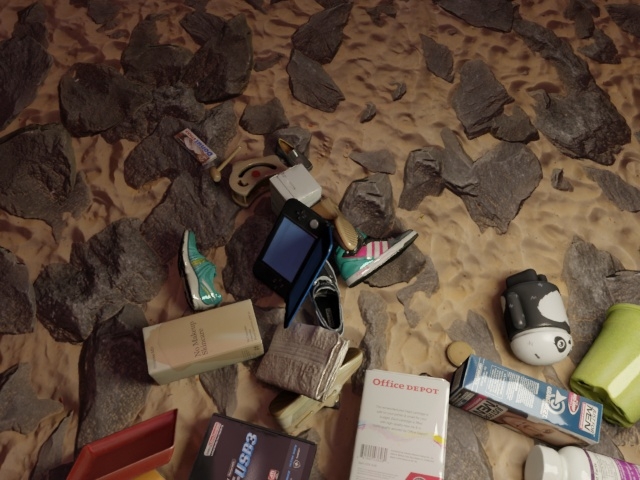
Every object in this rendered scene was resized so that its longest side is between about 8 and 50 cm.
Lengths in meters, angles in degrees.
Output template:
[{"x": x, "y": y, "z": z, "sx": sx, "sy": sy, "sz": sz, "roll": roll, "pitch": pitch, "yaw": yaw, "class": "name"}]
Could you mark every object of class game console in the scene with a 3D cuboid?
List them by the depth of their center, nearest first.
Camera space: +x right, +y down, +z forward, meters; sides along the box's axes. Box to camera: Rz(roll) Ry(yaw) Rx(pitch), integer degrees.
[{"x": -0.093, "y": 0.058, "z": 1.437, "sx": 0.250, "sy": 0.293, "sz": 0.173, "roll": 36, "pitch": 20, "yaw": 18, "class": "game console"}]

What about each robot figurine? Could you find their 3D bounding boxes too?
[{"x": 0.634, "y": 0.226, "z": 1.450, "sx": 0.209, "sy": 0.173, "sz": 0.278, "roll": 0, "pitch": 59, "yaw": 1, "class": "robot figurine"}]

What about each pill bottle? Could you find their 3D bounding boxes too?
[{"x": 0.681, "y": 0.616, "z": 1.224, "sx": 0.301, "sy": 0.169, "sz": 0.169, "roll": 14, "pitch": 60, "yaw": 7, "class": "pill bottle"}]

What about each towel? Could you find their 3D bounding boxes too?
[{"x": -0.057, "y": 0.322, "z": 1.346, "sx": 0.282, "sy": 0.049, "sz": 0.187, "roll": 0, "pitch": 56, "yaw": 45, "class": "towel"}]

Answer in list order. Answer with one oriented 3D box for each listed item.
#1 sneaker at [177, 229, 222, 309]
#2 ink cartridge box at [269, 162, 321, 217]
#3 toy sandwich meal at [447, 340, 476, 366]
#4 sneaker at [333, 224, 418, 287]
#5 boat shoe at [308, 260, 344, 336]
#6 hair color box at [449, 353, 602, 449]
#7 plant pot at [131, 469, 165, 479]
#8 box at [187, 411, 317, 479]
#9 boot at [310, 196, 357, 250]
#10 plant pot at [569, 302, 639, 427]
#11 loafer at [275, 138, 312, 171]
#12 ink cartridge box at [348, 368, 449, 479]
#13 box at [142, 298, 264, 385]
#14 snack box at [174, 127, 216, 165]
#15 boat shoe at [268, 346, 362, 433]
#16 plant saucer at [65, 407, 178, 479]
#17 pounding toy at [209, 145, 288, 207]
[{"x": -0.385, "y": 0.092, "z": 1.552, "sx": 0.110, "sy": 0.107, "sz": 0.275, "roll": -7, "pitch": 63, "yaw": -29, "class": "sneaker"}, {"x": -0.082, "y": -0.138, "z": 1.637, "sx": 0.127, "sy": 0.176, "sz": 0.128, "roll": -30, "pitch": 65, "yaw": -18, "class": "ink cartridge box"}, {"x": 0.418, "y": 0.339, "z": 1.461, "sx": 0.085, "sy": 0.029, "sz": 0.085, "roll": -1, "pitch": 60, "yaw": 2, "class": "toy sandwich meal"}, {"x": 0.160, "y": 0.006, "z": 1.599, "sx": 0.295, "sy": 0.124, "sz": 0.178, "roll": -32, "pitch": 75, "yaw": -18, "class": "sneaker"}, {"x": 0.008, "y": 0.154, "z": 1.510, "sx": 0.108, "sy": 0.102, "sz": 0.301, "roll": -9, "pitch": 60, "yaw": -7, "class": "boat shoe"}, {"x": 0.535, "y": 0.439, "z": 1.320, "sx": 0.347, "sy": 0.174, "sz": 0.105, "roll": 20, "pitch": 61, "yaw": 10, "class": "hair color box"}, {"x": -0.456, "y": 0.642, "z": 1.162, "sx": 0.205, "sy": 0.205, "sz": 0.188, "roll": 33, "pitch": 48, "yaw": 16, "class": "plant pot"}, {"x": -0.186, "y": 0.625, "z": 1.245, "sx": 0.293, "sy": 0.073, "sz": 0.295, "roll": 15, "pitch": 59, "yaw": 6, "class": "box"}, {"x": 0.000, "y": 0.000, "z": 1.546, "sx": 0.207, "sy": 0.090, "sz": 0.248, "roll": -46, "pitch": 41, "yaw": 17, "class": "boot"}, {"x": 0.841, "y": 0.357, "z": 1.351, "sx": 0.254, "sy": 0.276, "sz": 0.276, "roll": -40, "pitch": 68, "yaw": -10, "class": "plant pot"}, {"x": -0.100, "y": -0.311, "z": 1.805, "sx": 0.170, "sy": 0.061, "sz": 0.062, "roll": 33, "pitch": 63, "yaw": 16, "class": "loafer"}, {"x": 0.208, "y": 0.511, "z": 1.266, "sx": 0.226, "sy": 0.131, "sz": 0.306, "roll": 5, "pitch": 56, "yaw": 15, "class": "ink cartridge box"}, {"x": -0.330, "y": 0.290, "z": 1.406, "sx": 0.311, "sy": 0.121, "sz": 0.148, "roll": -15, "pitch": 62, "yaw": -11, "class": "box"}, {"x": -0.468, "y": -0.349, "z": 1.836, "sx": 0.064, "sy": 0.022, "sz": 0.178, "roll": -38, "pitch": 67, "yaw": -23, "class": "snack box"}, {"x": 0.003, "y": 0.412, "z": 1.368, "sx": 0.302, "sy": 0.109, "sz": 0.098, "roll": -34, "pitch": 107, "yaw": -20, "class": "boat shoe"}, {"x": -0.475, "y": 0.527, "z": 1.216, "sx": 0.258, "sy": 0.259, "sz": 0.048, "roll": -19, "pitch": 96, "yaw": -13, "class": "plant saucer"}, {"x": -0.241, "y": -0.223, "z": 1.693, "sx": 0.269, "sy": 0.155, "sz": 0.154, "roll": -13, "pitch": 56, "yaw": -10, "class": "pounding toy"}]
